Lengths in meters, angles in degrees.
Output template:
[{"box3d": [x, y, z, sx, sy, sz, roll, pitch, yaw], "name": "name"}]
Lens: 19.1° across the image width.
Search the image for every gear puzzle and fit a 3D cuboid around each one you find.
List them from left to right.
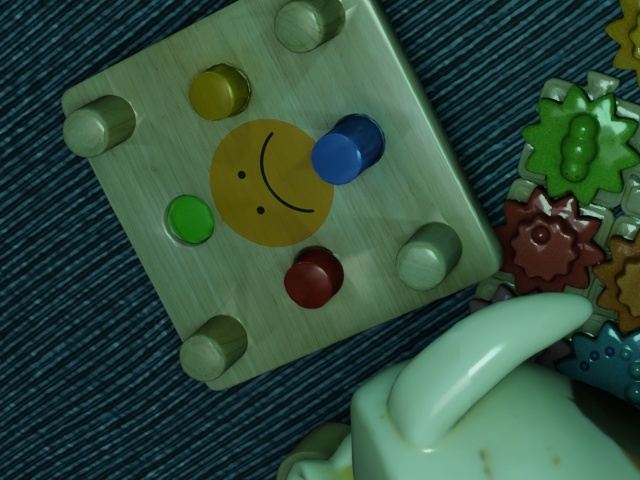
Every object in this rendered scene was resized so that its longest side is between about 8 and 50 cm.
[{"box3d": [0.215, -0.023, 1.348, 0.175, 0.044, 0.339, 20, 111, 10], "name": "gear puzzle"}]

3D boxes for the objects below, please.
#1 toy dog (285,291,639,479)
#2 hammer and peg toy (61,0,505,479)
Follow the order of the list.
[{"box3d": [0.202, 0.186, 1.259, 0.408, 0.284, 0.395, -3, 113, -20], "name": "toy dog"}, {"box3d": [0.000, 0.000, 1.371, 0.266, 0.127, 0.361, -25, 97, 23], "name": "hammer and peg toy"}]
